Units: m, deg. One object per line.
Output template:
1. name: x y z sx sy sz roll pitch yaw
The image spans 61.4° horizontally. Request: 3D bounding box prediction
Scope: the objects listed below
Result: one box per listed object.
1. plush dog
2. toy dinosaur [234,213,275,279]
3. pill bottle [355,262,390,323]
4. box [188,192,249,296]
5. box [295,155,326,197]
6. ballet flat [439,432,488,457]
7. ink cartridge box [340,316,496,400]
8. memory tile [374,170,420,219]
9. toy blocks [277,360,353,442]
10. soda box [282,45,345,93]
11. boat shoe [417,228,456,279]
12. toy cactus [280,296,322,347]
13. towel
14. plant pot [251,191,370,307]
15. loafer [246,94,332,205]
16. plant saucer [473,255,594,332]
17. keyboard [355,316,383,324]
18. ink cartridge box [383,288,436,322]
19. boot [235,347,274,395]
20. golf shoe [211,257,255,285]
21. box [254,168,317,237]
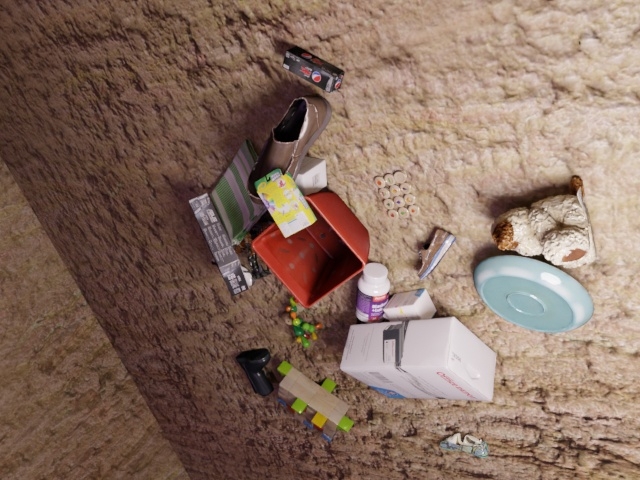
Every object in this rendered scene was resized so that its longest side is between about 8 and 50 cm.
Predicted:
1. plush dog: 0.529 -0.033 1.312 0.225 0.262 0.210 -9 81 31
2. toy dinosaur: -0.209 0.015 1.965 0.322 0.164 0.218 -13 98 67
3. pill bottle: 0.173 0.172 1.779 0.108 0.108 0.193 21 131 24
4. box: -0.365 0.018 1.949 0.307 0.077 0.242 60 167 27
5. box: -0.086 -0.203 1.692 0.171 0.130 0.091 15 126 30
6. ballet flat: 0.520 0.734 1.961 0.188 0.070 0.070 -2 118 36
7. ink cartridge box: 0.311 0.383 1.711 0.395 0.166 0.285 -12 141 42
8. memory tile: 0.226 -0.131 1.592 0.113 0.012 0.148 -10 113 41
9. toy blocks: -0.040 0.707 2.298 0.381 0.190 0.261 31 145 15
10. soda box: -0.020 -0.475 1.498 0.169 0.060 0.053 33 133 15
11. boat shoe: 0.331 0.038 1.603 0.066 0.066 0.183 39 126 15
12. toy cactus: -0.091 0.305 2.101 0.180 0.112 0.219 10 130 55
13. towel: -0.280 -0.157 1.877 0.325 0.038 0.247 -45 64 46
14. plant pot: 0.000 0.000 1.674 0.267 0.236 0.267 -38 93 32
15. loafer: -0.116 -0.270 1.553 0.134 0.130 0.366 36 101 27
16. plant saucer: 0.557 0.158 1.449 0.318 0.043 0.317 26 153 14
17. keyboard: 0.176 0.298 1.931 0.108 0.023 0.180 13 126 22
18. ink cartridge box: 0.282 0.226 1.747 0.143 0.092 0.090 -16 110 44
19. boot: -0.262 0.595 2.419 0.246 0.094 0.207 -17 105 50
20. golf shoe: -0.354 0.126 2.159 0.198 0.094 0.077 40 135 5
21. box: -0.101 -0.108 1.508 0.105 0.043 0.179 -26 101 31
